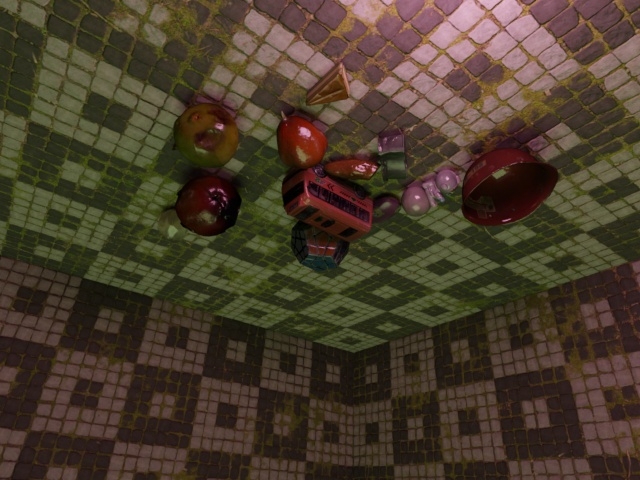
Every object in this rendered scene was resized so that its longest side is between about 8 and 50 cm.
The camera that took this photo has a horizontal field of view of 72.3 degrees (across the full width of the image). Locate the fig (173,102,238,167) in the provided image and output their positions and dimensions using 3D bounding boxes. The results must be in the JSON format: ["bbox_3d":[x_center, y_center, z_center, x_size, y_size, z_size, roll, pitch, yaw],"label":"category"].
[{"bbox_3d":[-0.429,-0.386,1.682,0.239,0.240,0.271,-1,151,7],"label":"fig"}]

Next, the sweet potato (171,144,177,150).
[{"bbox_3d":[-0.585,-0.407,1.861,0.114,0.026,0.026,-12,146,15],"label":"sweet potato"}]

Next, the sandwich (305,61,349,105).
[{"bbox_3d":[0.012,-0.546,1.524,0.163,0.080,0.114,-4,146,15],"label":"sandwich"}]

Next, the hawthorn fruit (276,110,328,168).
[{"bbox_3d":[-0.090,-0.395,1.693,0.199,0.200,0.251,-13,135,25],"label":"hawthorn fruit"}]

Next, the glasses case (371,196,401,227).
[{"bbox_3d":[0.263,-0.129,2.193,0.123,0.076,0.316,25,143,-33],"label":"glasses case"}]

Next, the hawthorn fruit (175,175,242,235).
[{"bbox_3d":[-0.508,-0.157,2.025,0.315,0.316,0.316,2,149,1],"label":"hawthorn fruit"}]

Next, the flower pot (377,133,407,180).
[{"bbox_3d":[0.302,-0.339,1.814,0.108,0.103,0.229,-4,149,14],"label":"flower pot"}]

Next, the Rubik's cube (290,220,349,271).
[{"bbox_3d":[0.001,0.000,2.243,0.318,0.265,0.319,3,151,2],"label":"Rubik's cube"}]

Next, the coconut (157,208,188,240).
[{"bbox_3d":[-0.765,-0.076,2.291,0.160,0.162,0.161,2,150,1],"label":"coconut"}]

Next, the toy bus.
[{"bbox_3d":[0.032,-0.164,2.006,0.426,0.233,0.203,23,144,-31],"label":"toy bus"}]

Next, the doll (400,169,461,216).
[{"bbox_3d":[0.500,-0.220,1.976,0.150,0.151,0.287,27,135,-34],"label":"doll"}]

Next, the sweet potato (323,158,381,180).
[{"bbox_3d":[0.135,-0.305,1.888,0.251,0.097,0.097,3,150,12],"label":"sweet potato"}]

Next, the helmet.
[{"bbox_3d":[0.740,-0.255,1.794,0.337,0.230,0.385,13,139,-19],"label":"helmet"}]
